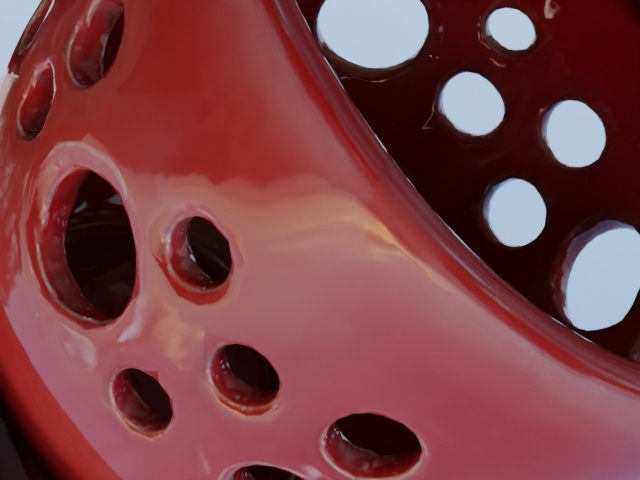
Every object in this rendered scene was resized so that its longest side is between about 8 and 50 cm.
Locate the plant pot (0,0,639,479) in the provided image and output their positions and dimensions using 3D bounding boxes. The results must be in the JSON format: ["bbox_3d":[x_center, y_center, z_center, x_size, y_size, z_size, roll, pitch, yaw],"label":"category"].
[{"bbox_3d":[0.000,0.000,0.497,0.174,0.191,0.191,-39,-174,36],"label":"plant pot"}]
